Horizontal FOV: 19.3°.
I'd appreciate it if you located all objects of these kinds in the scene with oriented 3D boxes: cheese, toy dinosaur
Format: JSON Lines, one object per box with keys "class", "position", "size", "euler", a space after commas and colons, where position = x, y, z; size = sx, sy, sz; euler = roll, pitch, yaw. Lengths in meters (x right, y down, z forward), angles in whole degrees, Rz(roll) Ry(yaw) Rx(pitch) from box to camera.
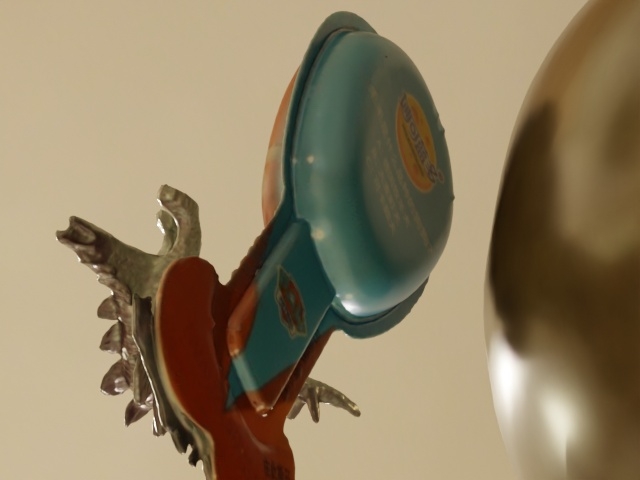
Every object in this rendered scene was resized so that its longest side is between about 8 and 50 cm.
{"class": "cheese", "position": [0.000, 0.000, 0.600], "size": [0.037, 0.106, 0.256], "euler": [-13, -159, 25]}
{"class": "toy dinosaur", "position": [-0.043, 0.041, 0.724], "size": [0.039, 0.209, 0.082], "euler": [16, -101, 34]}

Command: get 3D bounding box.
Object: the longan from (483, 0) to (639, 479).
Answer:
{"class": "longan", "position": [0.197, 0.017, 0.588], "size": [0.319, 0.319, 0.318], "euler": [-2, -112, 5]}
